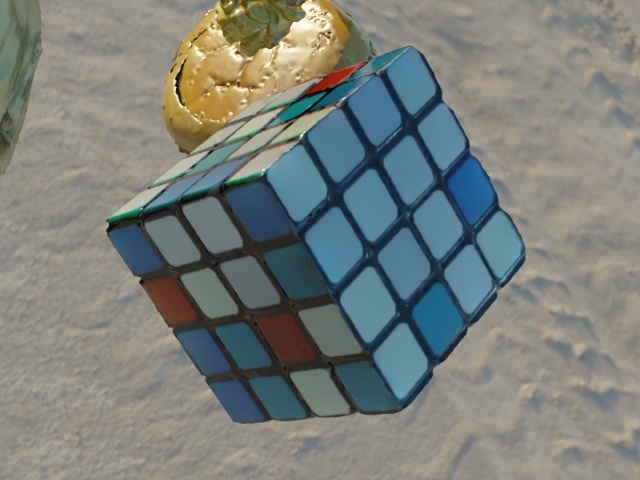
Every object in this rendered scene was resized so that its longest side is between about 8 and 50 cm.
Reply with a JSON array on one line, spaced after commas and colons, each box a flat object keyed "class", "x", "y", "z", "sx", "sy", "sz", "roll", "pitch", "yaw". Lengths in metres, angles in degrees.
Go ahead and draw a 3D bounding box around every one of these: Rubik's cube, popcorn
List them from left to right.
[{"class": "popcorn", "x": -0.043, "y": -0.185, "z": 0.873, "sx": 0.057, "sy": 0.083, "sz": 0.082, "roll": 43, "pitch": 20, "yaw": -18}, {"class": "Rubik's cube", "x": 0.000, "y": 0.000, "z": 0.663, "sx": 0.155, "sy": 0.151, "sz": 0.154, "roll": -45, "pitch": 111, "yaw": -37}]

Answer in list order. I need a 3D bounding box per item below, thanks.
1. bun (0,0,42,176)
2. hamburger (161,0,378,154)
[{"class": "bun", "x": -0.303, "y": -0.130, "z": 0.785, "sx": 0.202, "sy": 0.364, "sz": 0.364, "roll": 16, "pitch": 39, "yaw": -8}, {"class": "hamburger", "x": -0.048, "y": -0.145, "z": 1.073, "sx": 0.108, "sy": 0.214, "sz": 0.213, "roll": 53, "pitch": 20, "yaw": -50}]
